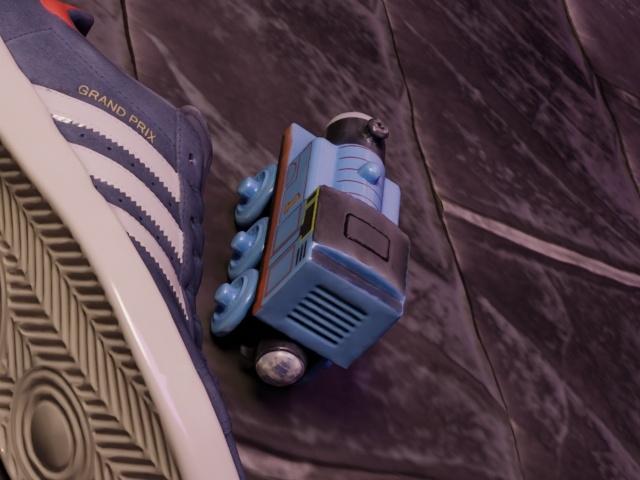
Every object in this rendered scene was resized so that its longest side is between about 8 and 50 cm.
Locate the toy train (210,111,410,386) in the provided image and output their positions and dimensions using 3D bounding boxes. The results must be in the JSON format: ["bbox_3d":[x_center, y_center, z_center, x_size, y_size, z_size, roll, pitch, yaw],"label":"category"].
[{"bbox_3d":[0.000,0.000,0.929,0.080,0.105,0.184,34,35,-19],"label":"toy train"}]

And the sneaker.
[{"bbox_3d":[-0.094,0.008,0.792,0.148,0.131,0.350,-5,58,-45],"label":"sneaker"}]
